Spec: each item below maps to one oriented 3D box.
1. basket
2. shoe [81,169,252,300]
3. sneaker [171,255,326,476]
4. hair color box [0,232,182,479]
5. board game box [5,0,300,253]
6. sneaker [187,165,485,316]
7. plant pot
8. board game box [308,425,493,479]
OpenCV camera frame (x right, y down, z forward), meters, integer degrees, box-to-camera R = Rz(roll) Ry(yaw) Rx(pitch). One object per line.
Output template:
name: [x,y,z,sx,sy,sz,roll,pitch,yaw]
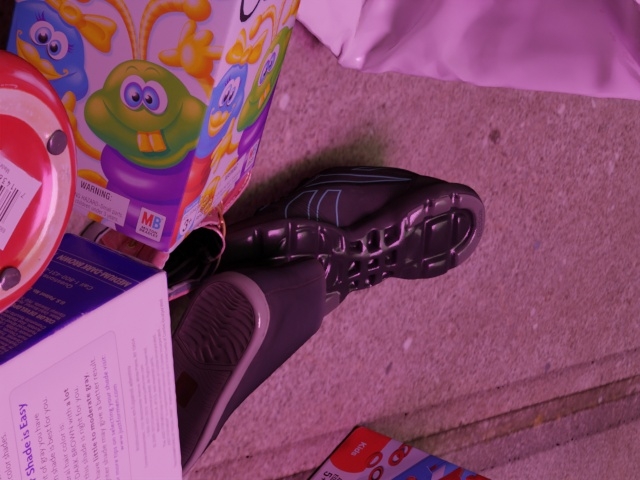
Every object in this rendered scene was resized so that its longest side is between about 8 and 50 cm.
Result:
basket: [0.123,-0.291,1.344,0.328,0.331,0.266,43,64,-52]
shoe: [-0.092,-0.014,1.407,0.178,0.081,0.063,-38,133,-38]
sneaker: [-0.075,0.106,1.434,0.118,0.083,0.222,-16,149,-55]
hair color box: [-0.246,0.151,1.257,0.339,0.110,0.185,-33,131,-43]
board game box: [-0.096,-0.158,1.189,0.144,0.142,0.275,-51,162,-55]
sneaker: [0.000,0.000,1.533,0.267,0.106,0.101,-12,121,-28]
plant pot: [-0.254,-0.041,1.104,0.191,0.174,0.191,-27,127,-42]
board game box: [0.069,0.329,1.590,0.308,0.302,0.086,-45,137,-32]
